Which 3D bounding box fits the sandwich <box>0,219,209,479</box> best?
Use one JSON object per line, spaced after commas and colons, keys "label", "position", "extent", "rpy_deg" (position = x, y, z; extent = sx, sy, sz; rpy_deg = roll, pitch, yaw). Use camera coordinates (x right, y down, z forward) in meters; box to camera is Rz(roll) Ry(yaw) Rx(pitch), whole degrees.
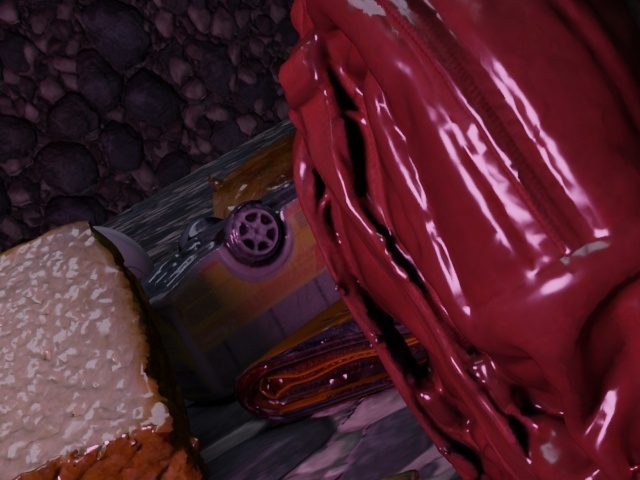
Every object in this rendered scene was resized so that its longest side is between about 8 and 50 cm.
{"label": "sandwich", "position": [-0.194, 0.111, 0.890], "extent": [0.251, 0.087, 0.226], "rpy_deg": [-27, 37, -2]}

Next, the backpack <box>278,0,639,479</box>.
{"label": "backpack", "position": [0.065, -0.017, 0.557], "extent": [0.139, 0.229, 0.229], "rpy_deg": [-30, 7, 3]}

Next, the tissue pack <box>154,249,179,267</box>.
{"label": "tissue pack", "position": [-0.130, 0.025, 1.633], "extent": [0.083, 0.035, 0.063], "rpy_deg": [-33, 9, -40]}

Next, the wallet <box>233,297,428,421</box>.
{"label": "wallet", "position": [0.063, 0.035, 0.904], "extent": [0.195, 0.042, 0.161], "rpy_deg": [-24, 4, 36]}

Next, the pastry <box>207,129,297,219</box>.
{"label": "pastry", "position": [0.003, -0.041, 1.377], "extent": [0.218, 0.100, 0.229], "rpy_deg": [-34, 14, -31]}

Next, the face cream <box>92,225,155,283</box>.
{"label": "face cream", "position": [-0.190, 0.051, 1.360], "extent": [0.117, 0.117, 0.104], "rpy_deg": [-24, 17, 20]}

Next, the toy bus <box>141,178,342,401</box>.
{"label": "toy bus", "position": [0.000, 0.000, 1.092], "extent": [0.268, 0.106, 0.092], "rpy_deg": [-34, 10, -28]}

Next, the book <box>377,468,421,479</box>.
{"label": "book", "position": [-0.052, 0.153, 0.546], "extent": [0.160, 0.024, 0.228], "rpy_deg": [-27, 8, 20]}
